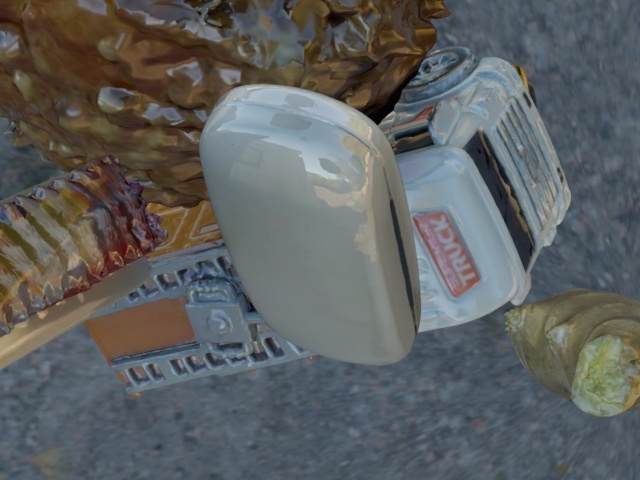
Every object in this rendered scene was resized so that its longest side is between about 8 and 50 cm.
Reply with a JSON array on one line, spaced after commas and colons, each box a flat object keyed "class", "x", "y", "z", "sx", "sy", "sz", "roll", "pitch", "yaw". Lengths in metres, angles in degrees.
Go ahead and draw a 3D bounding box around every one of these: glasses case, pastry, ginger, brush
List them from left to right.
[{"class": "brush", "x": -0.163, "y": 0.042, "z": 0.477, "sx": 0.050, "sy": 0.321, "sz": 0.060, "roll": -33, "pitch": 90, "yaw": 40}, {"class": "pastry", "x": -0.071, "y": -0.184, "z": 0.920, "sx": 0.337, "sy": 0.405, "sz": 0.292, "roll": 14, "pitch": 59, "yaw": 21}, {"class": "glasses case", "x": 0.000, "y": 0.000, "z": 0.635, "sx": 0.081, "sy": 0.204, "sz": 0.051, "roll": 14, "pitch": 63, "yaw": 16}, {"class": "ginger", "x": 0.327, "y": 0.146, "z": 1.522, "sx": 0.236, "sy": 0.375, "sz": 0.166, "roll": 32, "pitch": 102, "yaw": -12}]

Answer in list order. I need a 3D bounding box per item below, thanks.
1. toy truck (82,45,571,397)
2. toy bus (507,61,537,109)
[{"class": "toy truck", "x": -0.011, "y": -0.002, "z": 1.135, "sx": 0.387, "sy": 0.207, "sz": 0.173, "roll": -15, "pitch": 118, "yaw": 30}, {"class": "toy bus", "x": 0.133, "y": -0.089, "z": 1.226, "sx": 0.162, "sy": 0.074, "sz": 0.070, "roll": -30, "pitch": 57, "yaw": 49}]
